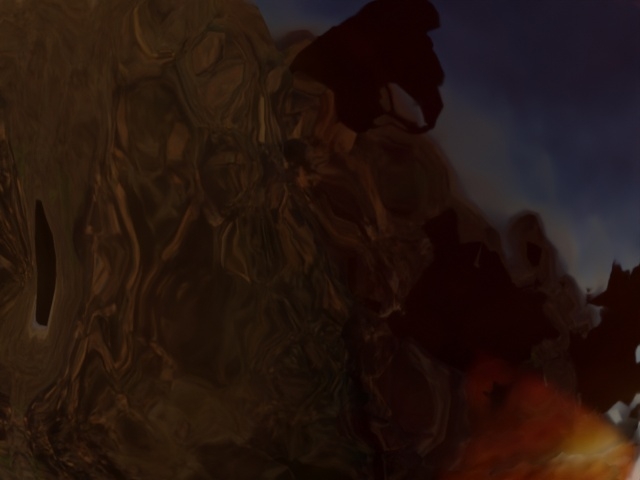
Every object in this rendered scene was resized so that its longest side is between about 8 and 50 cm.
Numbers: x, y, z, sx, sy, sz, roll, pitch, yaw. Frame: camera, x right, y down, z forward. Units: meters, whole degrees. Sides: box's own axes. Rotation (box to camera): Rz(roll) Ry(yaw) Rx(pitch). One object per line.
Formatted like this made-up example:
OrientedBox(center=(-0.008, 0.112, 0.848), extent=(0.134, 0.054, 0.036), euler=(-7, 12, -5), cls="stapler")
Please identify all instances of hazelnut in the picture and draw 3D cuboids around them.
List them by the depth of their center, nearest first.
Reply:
OrientedBox(center=(0.000, 0.000, 0.684), extent=(0.359, 0.359, 0.409), euler=(50, -24, -24), cls="hazelnut")
